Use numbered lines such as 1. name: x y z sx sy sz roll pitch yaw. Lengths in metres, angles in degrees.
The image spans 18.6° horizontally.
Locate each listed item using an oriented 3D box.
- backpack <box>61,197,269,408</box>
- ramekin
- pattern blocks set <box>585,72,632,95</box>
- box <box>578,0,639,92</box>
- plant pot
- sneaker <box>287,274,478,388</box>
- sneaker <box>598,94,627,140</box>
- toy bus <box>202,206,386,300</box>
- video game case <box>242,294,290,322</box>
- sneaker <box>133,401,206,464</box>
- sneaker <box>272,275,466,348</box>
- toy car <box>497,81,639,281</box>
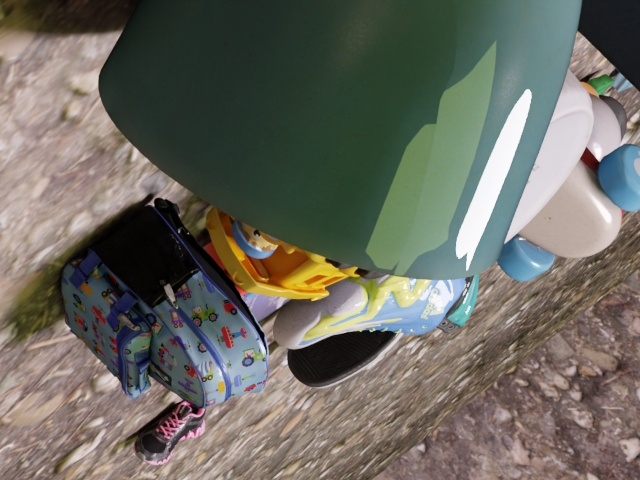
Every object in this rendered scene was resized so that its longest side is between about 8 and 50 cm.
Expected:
1. backpack: -0.127 0.076 1.678 0.117 0.173 0.158 -37 166 -21
2. ramekin: 0.162 -0.092 1.999 0.273 0.127 0.273 -39 159 -18
3. pattern blocks set: 0.442 -0.298 2.415 0.325 0.026 0.285 -49 164 24
4. box: 0.334 -0.329 1.491 0.395 0.293 0.212 -38 165 -20
5. plant pot: 0.036 -0.151 1.261 0.293 0.293 0.235 -17 138 -60
6. sneaker: 0.091 0.084 2.415 0.295 0.124 0.178 -43 156 -3
7. sneaker: 0.311 -0.110 2.507 0.130 0.109 0.286 -43 176 -38
8. toy bus: -0.031 -0.014 1.791 0.211 0.149 0.220 -30 167 17
9. video game case: 0.000 0.000 2.104 0.274 0.026 0.196 -33 163 -30
10. sneaker: -0.170 0.213 2.241 0.119 0.047 0.057 -37 160 -50
11. sneaker: 0.068 0.081 2.251 0.240 0.091 0.126 -31 121 0
12. toy car: 0.274 -0.116 2.285 0.219 0.210 0.238 -38 -159 40
